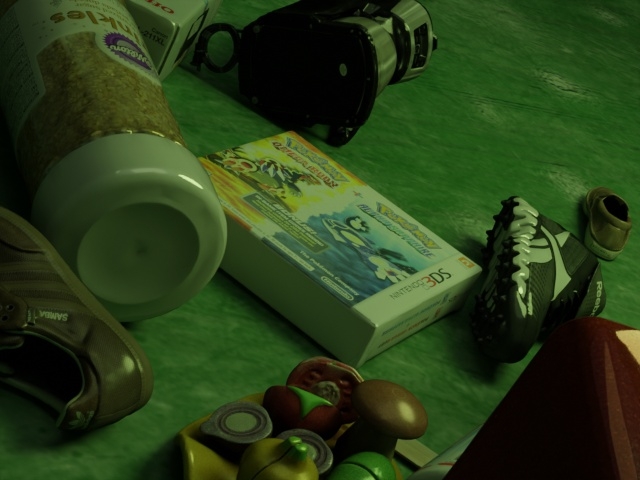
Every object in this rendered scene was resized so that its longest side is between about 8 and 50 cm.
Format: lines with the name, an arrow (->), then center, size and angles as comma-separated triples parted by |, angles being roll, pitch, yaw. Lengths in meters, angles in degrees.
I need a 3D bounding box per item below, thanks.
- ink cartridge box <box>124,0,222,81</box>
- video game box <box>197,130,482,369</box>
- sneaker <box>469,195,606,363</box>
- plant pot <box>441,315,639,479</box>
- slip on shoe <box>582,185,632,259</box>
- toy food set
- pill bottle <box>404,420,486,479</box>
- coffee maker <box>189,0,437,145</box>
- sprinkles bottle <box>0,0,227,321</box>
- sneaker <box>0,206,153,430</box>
ink cartridge box -> -0.169, -0.212, 1.370 | 0.127, 0.072, 0.175 | 28, 26, 0
video game box -> 0.000, 0.000, 1.180 | 0.205, 0.048, 0.187 | 37, 25, 17
sneaker -> 0.183, 0.039, 1.246 | 0.106, 0.078, 0.234 | 24, 24, -1
plant pot -> 0.167, 0.236, 0.650 | 0.267, 0.267, 0.235 | 20, 38, -14
slip on shoe -> 0.282, -0.027, 1.499 | 0.051, 0.041, 0.135 | 29, 26, 2
toy food set -> 0.004, 0.117, 0.943 | 0.128, 0.071, 0.218 | 37, 27, 18
pill bottle -> 0.111, 0.158, 0.952 | 0.087, 0.087, 0.160 | 37, 28, 19
coffee maker -> 0.003, -0.184, 1.431 | 0.171, 0.120, 0.178 | 31, 26, 9
sprinkles bottle -> -0.167, -0.093, 1.103 | 0.121, 0.121, 0.355 | 12, 30, -29
sneaker -> -0.182, 0.040, 0.910 | 0.188, 0.066, 0.071 | 37, 28, 19
